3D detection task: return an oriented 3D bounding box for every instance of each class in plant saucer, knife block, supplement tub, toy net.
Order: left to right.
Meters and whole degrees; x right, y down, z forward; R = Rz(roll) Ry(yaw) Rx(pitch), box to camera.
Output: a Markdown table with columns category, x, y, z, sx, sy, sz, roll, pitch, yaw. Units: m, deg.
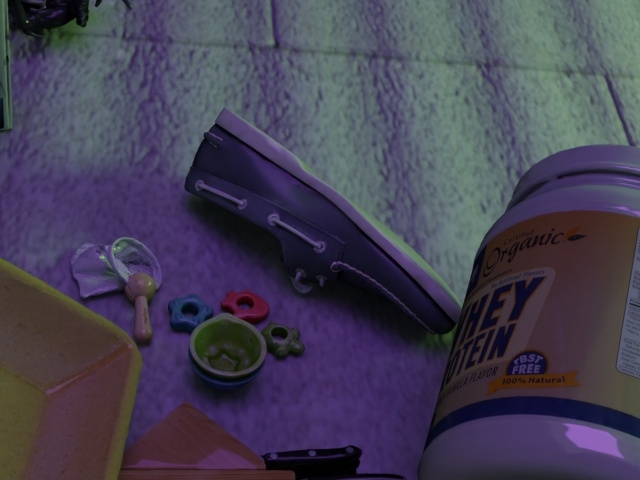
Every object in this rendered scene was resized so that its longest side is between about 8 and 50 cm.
| category | x | y | z | sx | sy | sz | roll | pitch | yaw |
| --- | --- | --- | --- | --- | --- | --- | --- | --- | --- |
| plant saucer | -0.295 | 0.120 | 0.827 | 0.333 | 0.081 | 0.333 | 34 | 32 | -22 |
| toy net | -0.128 | 0.048 | 1.149 | 0.232 | 0.045 | 0.122 | 35 | 49 | 22 |
| knife block | -0.063 | 0.247 | 0.935 | 0.242 | 0.088 | 0.276 | 35 | 49 | 23 |
| supplement tub | 0.218 | 0.100 | 1.014 | 0.228 | 0.228 | 0.316 | 16 | 53 | 5 |

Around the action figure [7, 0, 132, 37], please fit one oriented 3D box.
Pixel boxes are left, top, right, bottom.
| category | x | y | z | sx | sy | sz | roll | pitch | yaw |
| --- | --- | --- | --- | --- | --- | --- | --- | --- | --- |
| action figure | -0.348 | -0.294 | 1.381 | 0.276 | 0.141 | 0.164 | -9 | 37 | -17 |

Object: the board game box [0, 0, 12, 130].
| category | x | y | z | sx | sy | sz | roll | pitch | yaw |
| --- | --- | --- | --- | --- | --- | --- | --- | --- | --- |
| board game box | -0.455 | -0.181 | 1.207 | 0.305 | 0.193 | 0.053 | -6 | 48 | -17 |

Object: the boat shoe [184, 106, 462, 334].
| category | x | y | z | sx | sy | sz | roll | pitch | yaw |
| --- | --- | --- | --- | --- | --- | --- | --- | --- | --- |
| boat shoe | 0.000 | 0.000 | 1.212 | 0.319 | 0.116 | 0.099 | 40 | 94 | 17 |
